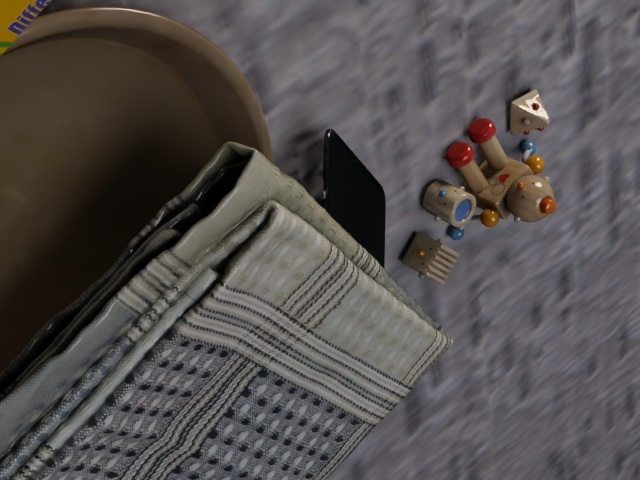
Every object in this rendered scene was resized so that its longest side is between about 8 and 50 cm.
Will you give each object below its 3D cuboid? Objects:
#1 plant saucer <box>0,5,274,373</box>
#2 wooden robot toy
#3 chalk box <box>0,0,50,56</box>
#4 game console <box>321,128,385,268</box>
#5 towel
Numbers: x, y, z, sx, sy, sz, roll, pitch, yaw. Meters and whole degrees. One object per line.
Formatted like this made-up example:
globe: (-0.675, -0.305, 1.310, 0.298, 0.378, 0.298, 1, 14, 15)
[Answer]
plant saucer: (-0.146, -0.003, 0.710, 0.278, 0.041, 0.278, -23, 128, -33)
wooden robot toy: (0.137, -0.037, 0.928, 0.173, 0.079, 0.076, -49, 137, -11)
chalk box: (-0.208, -0.200, 0.402, 0.179, 0.180, 0.289, -44, 139, 16)
game console: (0.000, 0.000, 0.839, 0.107, 0.071, 0.122, -36, 152, 6)
towel: (-0.075, 0.120, 0.771, 0.312, 0.056, 0.324, -44, 145, 3)
